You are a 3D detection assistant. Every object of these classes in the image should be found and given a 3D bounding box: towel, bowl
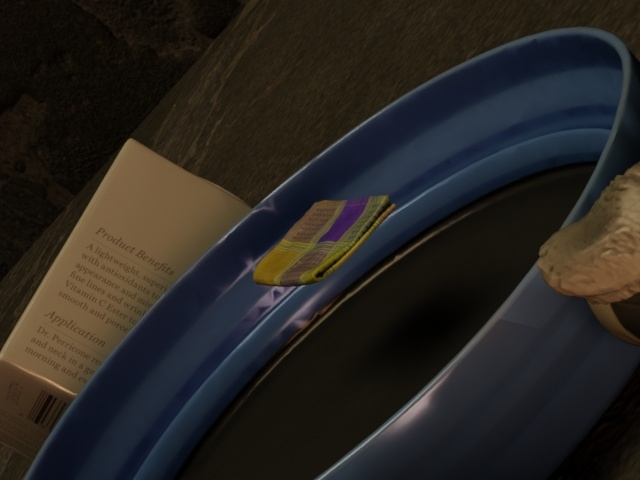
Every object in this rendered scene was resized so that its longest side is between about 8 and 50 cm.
[{"bbox_3d":[0.000,0.000,0.926,0.060,0.009,0.083,-46,16,-16],"label":"towel"},{"bbox_3d":[0.012,0.055,0.913,0.391,0.077,0.391,-38,17,14],"label":"bowl"}]

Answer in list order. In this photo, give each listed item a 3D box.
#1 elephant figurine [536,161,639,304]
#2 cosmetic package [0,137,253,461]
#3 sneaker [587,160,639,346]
[{"bbox_3d":[0.202,-0.073,0.549,0.239,0.186,0.169,-63,-1,-46],"label":"elephant figurine"},{"bbox_3d":[-0.119,0.064,1.270,0.183,0.151,0.151,-61,5,-28],"label":"cosmetic package"},{"bbox_3d":[0.200,-0.044,0.685,0.222,0.083,0.118,-53,27,-19],"label":"sneaker"}]
